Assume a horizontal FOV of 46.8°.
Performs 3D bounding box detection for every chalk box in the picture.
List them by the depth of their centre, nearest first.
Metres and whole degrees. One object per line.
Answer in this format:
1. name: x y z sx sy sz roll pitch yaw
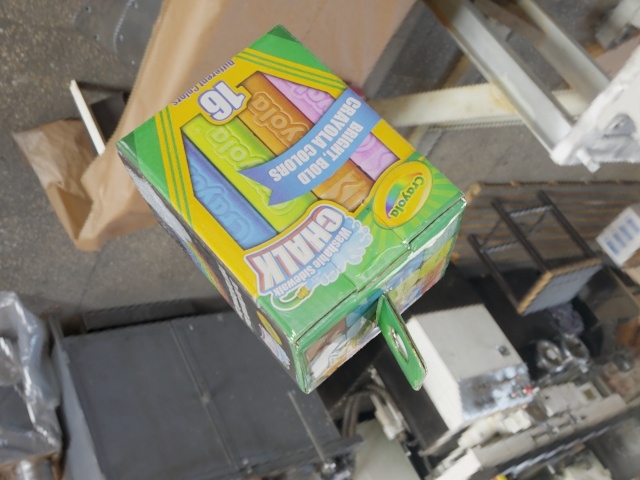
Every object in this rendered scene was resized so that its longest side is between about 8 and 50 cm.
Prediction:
1. chalk box: 0.000 0.000 0.629 0.179 0.289 0.180 -40 163 -13
